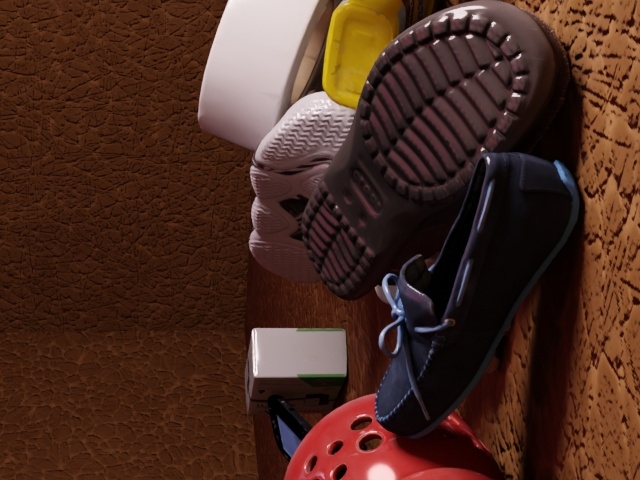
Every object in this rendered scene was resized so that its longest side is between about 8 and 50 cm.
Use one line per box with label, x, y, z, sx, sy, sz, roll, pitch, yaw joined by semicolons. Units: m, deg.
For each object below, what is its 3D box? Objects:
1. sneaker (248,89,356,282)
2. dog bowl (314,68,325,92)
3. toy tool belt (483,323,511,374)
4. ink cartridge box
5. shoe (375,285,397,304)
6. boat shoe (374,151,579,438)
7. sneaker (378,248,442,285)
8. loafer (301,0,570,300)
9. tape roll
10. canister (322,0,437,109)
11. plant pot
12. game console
sneaker;0.007;-0.111;1.454;0.366;0.137;0.210;107;-177;-61
dog bowl;-0.001;-0.185;1.870;0.349;0.102;0.348;179;90;-82
toy tool belt;0.134;0.079;1.068;0.051;0.052;0.083;-110;20;-44
ink cartridge box;-0.044;0.219;2.006;0.208;0.153;0.086;103;165;-65
shoe;0.093;-0.022;1.346;0.081;0.064;0.177;-105;22;-67
boat shoe;0.095;0.036;0.929;0.258;0.089;0.109;-64;21;21
sneaker;0.096;-0.082;1.209;0.118;0.110;0.292;-85;7;-56
loafer;0.100;-0.080;1.021;0.133;0.130;0.366;61;147;13
tape roll;-0.052;-0.251;1.519;0.286;0.100;0.286;22;-90;-85
canister;0.064;-0.224;1.249;0.170;0.073;0.126;-59;-17;-48
plant pot;0.078;0.244;1.011;0.174;0.191;0.191;-136;46;-68
game console;-0.006;0.351;1.830;0.361;0.044;0.213;-146;52;-63
